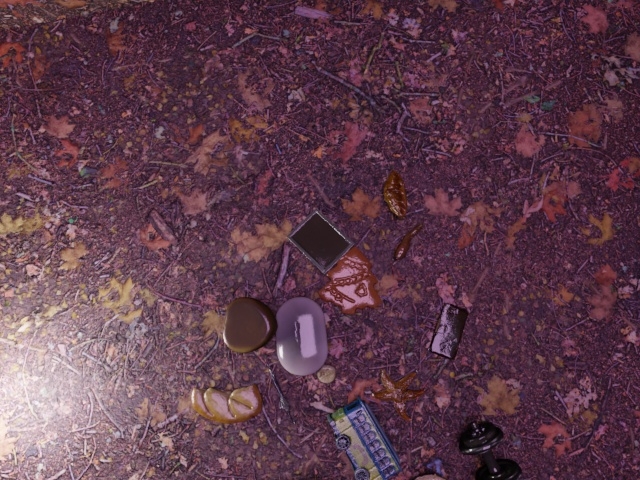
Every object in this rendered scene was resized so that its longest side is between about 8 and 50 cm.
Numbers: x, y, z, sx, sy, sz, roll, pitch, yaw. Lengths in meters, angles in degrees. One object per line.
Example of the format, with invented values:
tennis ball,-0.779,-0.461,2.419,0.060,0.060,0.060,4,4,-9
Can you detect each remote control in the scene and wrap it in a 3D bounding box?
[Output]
remote control,-0.083,0.409,1.857,0.221,0.103,0.332,-7,80,4

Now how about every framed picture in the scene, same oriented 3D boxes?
framed picture,0.000,0.000,1.967,0.197,0.014,0.252,-44,75,-8

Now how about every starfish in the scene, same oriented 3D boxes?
starfish,0.338,0.656,1.852,0.227,0.043,0.240,-22,83,-4

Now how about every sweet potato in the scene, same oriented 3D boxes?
sweet potato,0.401,0.002,1.975,0.050,0.050,0.214,34,77,5

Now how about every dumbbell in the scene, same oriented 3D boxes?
dumbbell,0.680,0.873,1.740,0.192,0.192,0.289,-23,80,-5

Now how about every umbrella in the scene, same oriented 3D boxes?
umbrella,-0.177,0.659,1.848,0.044,0.044,0.269,-39,72,30

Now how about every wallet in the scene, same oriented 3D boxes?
wallet,0.569,0.400,1.909,0.122,0.031,0.232,21,80,1

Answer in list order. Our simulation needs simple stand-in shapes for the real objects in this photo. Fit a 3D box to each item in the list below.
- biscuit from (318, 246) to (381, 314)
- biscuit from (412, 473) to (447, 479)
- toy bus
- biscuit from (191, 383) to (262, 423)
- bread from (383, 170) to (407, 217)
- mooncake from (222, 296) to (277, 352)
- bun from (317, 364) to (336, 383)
biscuit,0.138,0.175,1.937,0.284,0.043,0.306,6,79,1
biscuit,0.402,1.075,1.751,0.179,0.084,0.281,29,81,4
toy bus,0.172,0.820,1.761,0.190,0.152,0.312,-30,82,-6
biscuit,-0.396,0.695,1.828,0.299,0.045,0.154,-3,81,-1
bread,0.343,-0.206,1.998,0.105,0.076,0.233,-4,72,-14
mooncake,-0.296,0.360,1.845,0.235,0.117,0.234,-2,79,12
bun,0.027,0.568,1.854,0.086,0.055,0.086,1,103,4
